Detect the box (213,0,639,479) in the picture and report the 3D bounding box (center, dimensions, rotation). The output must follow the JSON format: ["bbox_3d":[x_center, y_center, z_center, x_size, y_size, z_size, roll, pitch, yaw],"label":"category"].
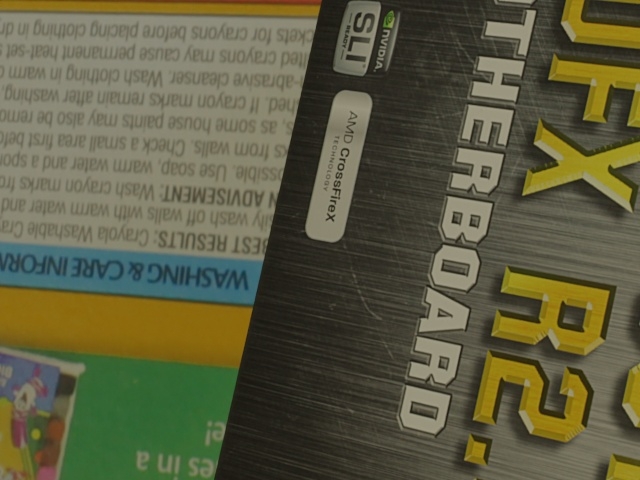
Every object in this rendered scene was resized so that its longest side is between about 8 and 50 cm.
[{"bbox_3d":[0.072,0.036,0.322,0.183,0.056,0.231,12,88,36],"label":"box"}]

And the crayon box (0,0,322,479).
[{"bbox_3d":[0.000,0.000,0.452,0.203,0.083,0.323,4,84,23],"label":"crayon box"}]
